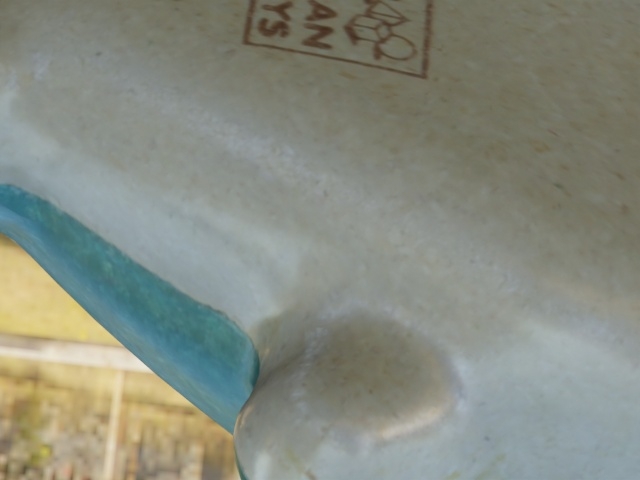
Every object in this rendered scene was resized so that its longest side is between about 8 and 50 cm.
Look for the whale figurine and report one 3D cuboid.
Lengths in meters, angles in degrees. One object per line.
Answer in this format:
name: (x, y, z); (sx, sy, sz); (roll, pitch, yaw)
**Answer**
whale figurine: (0.000, 0.000, 0.473); (0.272, 0.216, 0.141); (13, 132, -8)
